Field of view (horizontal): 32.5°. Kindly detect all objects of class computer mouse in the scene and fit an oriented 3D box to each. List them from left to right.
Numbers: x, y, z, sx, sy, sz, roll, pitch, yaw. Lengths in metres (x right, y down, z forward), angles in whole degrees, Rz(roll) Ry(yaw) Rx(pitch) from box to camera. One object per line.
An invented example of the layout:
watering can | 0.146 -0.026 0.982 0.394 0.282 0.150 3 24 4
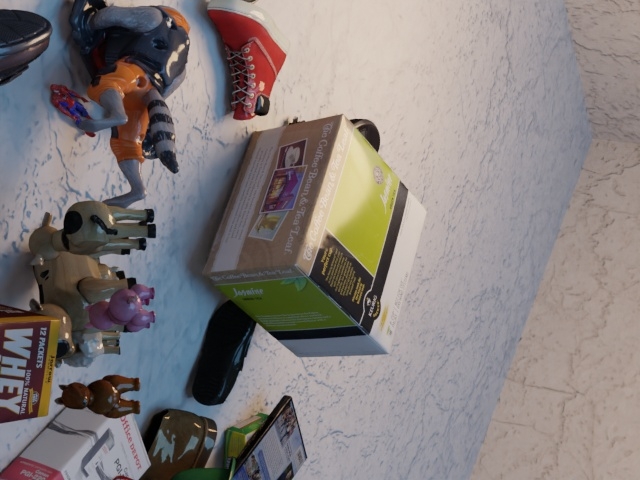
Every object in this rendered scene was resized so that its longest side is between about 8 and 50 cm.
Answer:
computer mouse | 0.015 -0.186 2.271 0.272 0.072 0.188 -22 121 -43

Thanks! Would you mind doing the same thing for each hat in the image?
hat | -0.250 0.422 1.840 0.173 0.183 0.208 -79 -174 -51

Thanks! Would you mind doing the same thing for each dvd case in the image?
dvd case | -0.110 0.453 2.177 0.253 0.022 0.180 -49 139 -42

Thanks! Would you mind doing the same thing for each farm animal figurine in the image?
farm animal figurine | -0.338 0.073 1.509 0.172 0.327 0.330 1 110 -18

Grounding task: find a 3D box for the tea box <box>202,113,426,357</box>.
tea box | 0.000 0.000 2.033 0.323 0.220 0.329 47 49 -40

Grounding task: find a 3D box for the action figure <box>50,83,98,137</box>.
action figure | -0.363 -0.196 1.619 0.038 0.030 0.115 -65 146 -16

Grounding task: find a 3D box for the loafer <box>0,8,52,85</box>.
loafer | -0.466 -0.211 1.372 0.302 0.109 0.095 -33 146 -46

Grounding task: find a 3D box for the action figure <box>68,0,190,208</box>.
action figure | -0.252 -0.208 1.638 0.341 0.178 0.330 66 27 -53

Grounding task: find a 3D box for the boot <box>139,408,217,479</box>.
boot | -0.289 0.441 1.914 0.115 0.112 0.305 27 74 -34

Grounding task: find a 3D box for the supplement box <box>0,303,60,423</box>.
supplement box | -0.465 0.146 1.367 0.191 0.194 0.129 3 96 -61

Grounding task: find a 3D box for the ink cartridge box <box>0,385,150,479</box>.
ink cartridge box | -0.375 0.359 1.708 0.218 0.092 0.158 -51 141 -44

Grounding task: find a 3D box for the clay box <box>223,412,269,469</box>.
clay box | -0.142 0.471 2.204 0.127 0.053 0.222 -14 112 -59

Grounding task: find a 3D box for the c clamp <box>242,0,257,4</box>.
c clamp | -0.133 -0.491 1.893 0.137 0.022 0.161 -40 111 -45

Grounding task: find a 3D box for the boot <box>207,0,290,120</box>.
boot | -0.139 -0.310 1.929 0.244 0.088 0.176 33 71 -63

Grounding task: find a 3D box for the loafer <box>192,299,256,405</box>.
loafer | -0.176 0.208 2.047 0.078 0.080 0.220 64 46 -64
